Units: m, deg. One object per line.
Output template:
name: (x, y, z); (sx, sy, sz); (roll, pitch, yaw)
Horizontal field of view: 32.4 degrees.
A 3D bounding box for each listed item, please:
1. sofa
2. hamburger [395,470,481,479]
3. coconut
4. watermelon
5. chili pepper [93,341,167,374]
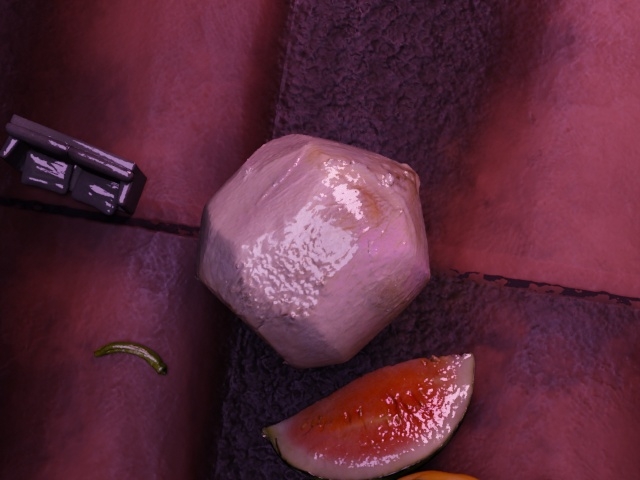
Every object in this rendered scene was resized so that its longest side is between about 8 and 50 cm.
sofa: (-0.269, -0.075, 1.185); (0.147, 0.085, 0.060); (22, 81, 3)
hamburger: (0.107, 0.351, 1.065); (0.246, 0.170, 0.246); (2, 96, 14)
coconut: (0.000, -0.001, 1.108); (0.227, 0.227, 0.230); (43, 87, 5)
watermelon: (0.063, 0.197, 1.167); (0.245, 0.063, 0.119); (-21, 70, -1)
chili pepper: (-0.204, 0.126, 1.194); (0.083, 0.017, 0.030); (21, 86, 3)
